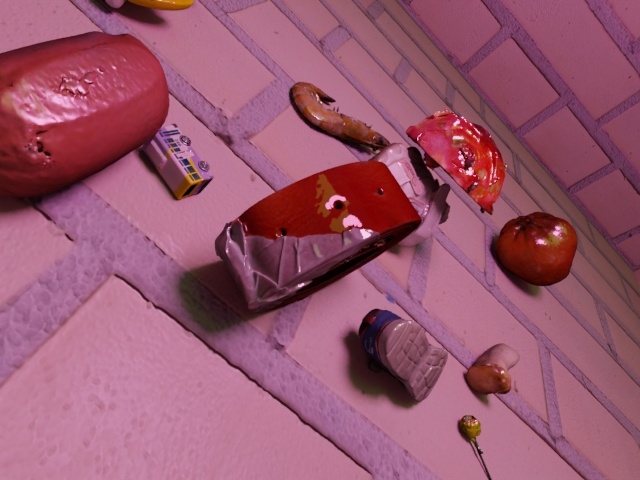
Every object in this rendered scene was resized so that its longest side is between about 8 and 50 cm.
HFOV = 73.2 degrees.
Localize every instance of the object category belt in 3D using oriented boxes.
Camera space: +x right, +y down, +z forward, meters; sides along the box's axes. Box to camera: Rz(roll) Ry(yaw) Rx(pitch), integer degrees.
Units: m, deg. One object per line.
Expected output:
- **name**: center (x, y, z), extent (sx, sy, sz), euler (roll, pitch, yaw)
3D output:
- **belt**: center (0.000, 0.000, 0.623), extent (0.323, 0.227, 0.115), euler (-21, 73, -39)

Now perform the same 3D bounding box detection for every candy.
- **candy**: center (0.286, 0.377, 0.777), extent (0.035, 0.035, 0.123), euler (-15, 78, -18)

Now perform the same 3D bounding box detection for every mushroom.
- **mushroom**: center (0.386, 0.268, 0.934), extent (0.209, 0.084, 0.071), euler (-12, 90, -54)

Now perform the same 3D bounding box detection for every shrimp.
- **shrimp**: center (0.052, -0.313, 1.085), extent (0.295, 0.058, 0.169), euler (17, 46, -34)

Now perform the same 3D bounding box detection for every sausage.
- **sausage**: center (-0.288, -0.155, 0.505), extent (0.152, 0.152, 0.280), euler (44, 38, -11)

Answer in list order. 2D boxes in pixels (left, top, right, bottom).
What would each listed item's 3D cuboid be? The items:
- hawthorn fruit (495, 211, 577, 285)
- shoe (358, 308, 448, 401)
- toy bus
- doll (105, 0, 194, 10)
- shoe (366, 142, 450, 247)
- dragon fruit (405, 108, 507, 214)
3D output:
- **hawthorn fruit**: center (0.671, 0.041, 1.320), extent (0.261, 0.224, 0.224), euler (55, 34, -21)
- **shoe**: center (0.126, 0.187, 0.727), extent (0.099, 0.125, 0.227), euler (-56, 136, -17)
- **toy bus**: center (-0.213, -0.116, 0.637), extent (0.102, 0.052, 0.058), euler (54, 36, 0)
- **doll**: center (-0.332, -0.501, 0.787), extent (0.237, 0.111, 0.252), euler (22, 45, -12)
- **shoe**: center (0.173, -0.088, 0.921), extent (0.198, 0.172, 0.351), euler (56, 36, 6)
- **dragon fruit**: center (0.284, -0.190, 0.886), extent (0.161, 0.126, 0.274), euler (13, 36, -51)
